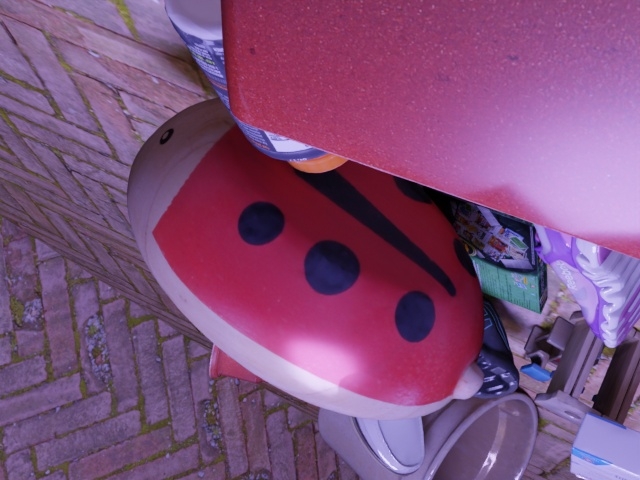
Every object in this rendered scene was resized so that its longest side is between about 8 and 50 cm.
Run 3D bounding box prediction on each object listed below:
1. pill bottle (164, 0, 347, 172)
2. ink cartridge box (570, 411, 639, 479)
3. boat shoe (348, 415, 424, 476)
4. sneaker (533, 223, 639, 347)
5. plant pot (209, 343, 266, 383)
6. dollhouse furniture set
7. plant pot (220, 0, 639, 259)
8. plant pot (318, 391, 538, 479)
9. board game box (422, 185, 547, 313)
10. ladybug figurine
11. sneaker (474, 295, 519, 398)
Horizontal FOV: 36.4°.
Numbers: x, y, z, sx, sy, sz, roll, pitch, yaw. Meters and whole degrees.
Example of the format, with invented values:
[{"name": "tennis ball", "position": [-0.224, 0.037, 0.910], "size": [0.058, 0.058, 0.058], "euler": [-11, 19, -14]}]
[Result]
[{"name": "pill bottle", "position": [-0.033, -0.156, 0.864], "size": [0.130, 0.130, 0.245], "euler": [20, 161, 26]}, {"name": "ink cartridge box", "position": [0.347, 0.257, 1.152], "size": [0.088, 0.052, 0.122], "euler": [20, 159, 21]}, {"name": "boat shoe", "position": [0.103, 0.226, 1.561], "size": [0.103, 0.113, 0.302], "euler": [-37, 69, 54]}, {"name": "sneaker", "position": [0.270, 0.019, 0.978], "size": [0.104, 0.095, 0.236], "euler": [24, 159, 37]}, {"name": "plant pot", "position": [0.013, 0.113, 1.394], "size": [0.265, 0.272, 0.272], "euler": [19, 162, 4]}, {"name": "dollhouse furniture set", "position": [0.343, 0.184, 1.257], "size": [0.129, 0.129, 0.183], "euler": [30, 162, -4]}, {"name": "plant pot", "position": [0.113, -0.181, 0.376], "size": [0.267, 0.267, 0.235], "euler": [21, 150, 24]}, {"name": "plant pot", "position": [0.173, 0.354, 1.780], "size": [0.305, 0.334, 0.334], "euler": [30, 168, 38]}, {"name": "board game box", "position": [0.200, 0.008, 1.150], "size": [0.136, 0.030, 0.259], "euler": [20, 161, 21]}, {"name": "ladybug figurine", "position": [0.000, 0.000, 1.028], "size": [0.449, 0.305, 0.162], "euler": [37, 139, 7]}, {"name": "sneaker", "position": [0.180, 0.112, 1.291], "size": [0.101, 0.106, 0.267], "euler": [-17, 138, 24]}]
